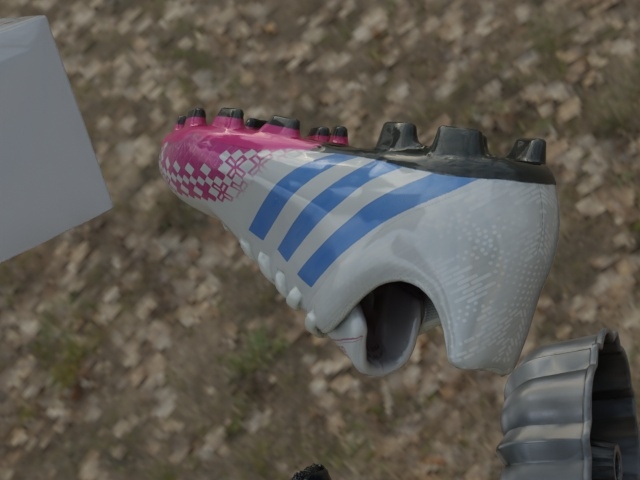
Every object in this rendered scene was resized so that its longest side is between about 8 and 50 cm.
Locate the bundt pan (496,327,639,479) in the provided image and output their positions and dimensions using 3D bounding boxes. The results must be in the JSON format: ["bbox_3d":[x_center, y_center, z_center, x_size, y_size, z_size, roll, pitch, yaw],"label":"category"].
[{"bbox_3d":[0.293,0.268,1.829,0.124,0.331,0.331,-4,56,22],"label":"bundt pan"}]

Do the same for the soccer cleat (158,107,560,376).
[{"bbox_3d":[0.000,0.000,0.907,0.331,0.116,0.143,9,92,53],"label":"soccer cleat"}]

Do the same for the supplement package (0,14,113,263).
[{"bbox_3d":[-0.204,-0.047,0.783,0.105,0.105,0.179,-28,21,-31],"label":"supplement package"}]

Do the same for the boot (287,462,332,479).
[{"bbox_3d":[0.041,0.345,1.746,0.246,0.094,0.207,-15,72,-30],"label":"boot"}]
